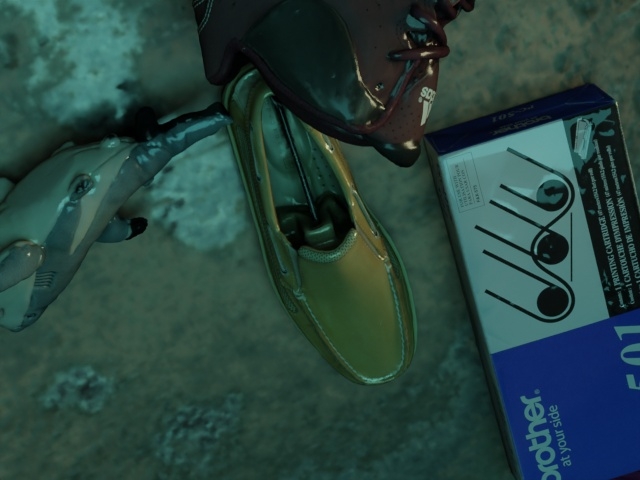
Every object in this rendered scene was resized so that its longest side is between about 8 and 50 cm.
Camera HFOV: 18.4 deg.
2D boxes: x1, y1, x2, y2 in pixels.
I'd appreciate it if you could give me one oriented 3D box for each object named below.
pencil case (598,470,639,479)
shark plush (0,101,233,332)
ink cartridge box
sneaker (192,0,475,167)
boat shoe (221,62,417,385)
[{"bbox_3d":[0.175,0.240,1.104,0.104,0.104,0.236,13,106,-14],"label":"pencil case"},{"bbox_3d":[-0.116,-0.021,0.998,0.161,0.073,0.067,-45,130,0],"label":"shark plush"},{"bbox_3d":[0.128,0.030,1.054,0.097,0.046,0.207,-17,110,-3],"label":"ink cartridge box"},{"bbox_3d":[0.071,-0.117,0.943,0.281,0.106,0.162,-5,82,1],"label":"sneaker"},{"bbox_3d":[0.000,0.000,1.008,0.068,0.072,0.190,-27,110,0],"label":"boat shoe"}]
